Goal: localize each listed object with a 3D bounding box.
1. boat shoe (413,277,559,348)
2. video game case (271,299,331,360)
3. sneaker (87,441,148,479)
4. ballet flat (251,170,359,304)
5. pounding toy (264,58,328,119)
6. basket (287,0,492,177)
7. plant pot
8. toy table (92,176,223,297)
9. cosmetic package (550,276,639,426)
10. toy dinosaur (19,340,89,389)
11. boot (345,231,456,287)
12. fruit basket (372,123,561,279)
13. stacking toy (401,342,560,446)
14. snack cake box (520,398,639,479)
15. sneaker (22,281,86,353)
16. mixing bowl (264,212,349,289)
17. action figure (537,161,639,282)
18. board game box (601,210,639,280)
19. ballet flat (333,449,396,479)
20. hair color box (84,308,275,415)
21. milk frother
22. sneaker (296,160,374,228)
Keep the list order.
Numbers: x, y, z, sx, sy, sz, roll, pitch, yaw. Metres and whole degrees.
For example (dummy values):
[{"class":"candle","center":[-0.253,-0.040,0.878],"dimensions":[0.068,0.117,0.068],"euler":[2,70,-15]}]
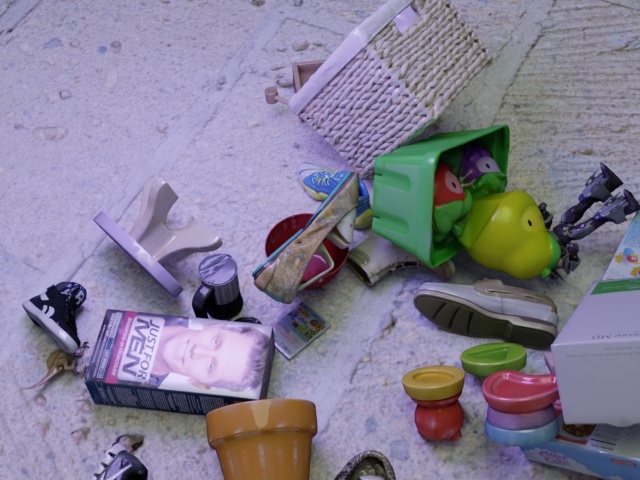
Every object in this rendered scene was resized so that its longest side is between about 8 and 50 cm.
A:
[{"class":"boat shoe","center":[0.345,0.138,1.856],"dimensions":[0.302,0.113,0.103],"euler":[17,53,0]},{"class":"video game case","center":[-0.051,0.189,1.879],"dimensions":[0.122,0.011,0.087],"euler":[-38,60,-24]},{"class":"sneaker","center":[-0.400,0.484,1.621],"dimensions":[0.106,0.078,0.234],"euler":[22,54,20]},{"class":"ballet flat","center":[0.000,0.000,1.846],"dimensions":[0.123,0.123,0.348],"euler":[30,58,21]},{"class":"pounding toy","center":[-0.036,-0.356,2.237],"dimensions":[0.206,0.094,0.181],"euler":[-7,53,-4]},{"class":"basket","center":[0.165,-0.376,2.041],"dimensions":[0.266,0.331,0.328],"euler":[45,53,-3]},{"class":"plant pot","center":[-0.100,0.403,1.618],"dimensions":[0.205,0.205,0.188],"euler":[-6,69,-3]},{"class":"toy table","center":[-0.347,-0.017,1.912],"dimensions":[0.274,0.252,0.161],"euler":[41,79,19]},{"class":"cosmetic package","center":[0.558,0.187,1.587],"dimensions":[0.197,0.155,0.365],"euler":[-8,10,29]},{"class":"toy dinosaur","center":[-0.529,0.254,1.825],"dimensions":[0.093,0.053,0.183],"euler":[4,44,23]},{"class":"boot","center":[0.171,0.051,1.940],"dimensions":[0.213,0.077,0.165],"euler":[37,63,27]},{"class":"fruit basket","center":[0.335,-0.078,1.871],"dimensions":[0.392,0.283,0.392],"euler":[1,20,0]},{"class":"stacking toy","center":[0.344,0.304,1.691],"dimensions":[0.309,0.130,0.279],"euler":[2,14,45]},{"class":"snack cake box","center":[0.504,0.344,1.622],"dimensions":[0.264,0.089,0.152],"euler":[2,45,48]},{"class":"sneaker","center":[-0.527,0.145,1.847],"dimensions":[0.121,0.079,0.217],"euler":[-39,41,-23]},{"class":"mixing bowl","center":[-0.029,0.040,1.936],"dimensions":[0.181,0.098,0.181],"euler":[0,52,0]},{"class":"action figure","center":[0.538,-0.029,1.917],"dimensions":[0.285,0.099,0.185],"euler":[-44,51,20]},{"class":"board game box","center":[0.688,0.065,1.876],"dimensions":[0.144,0.142,0.275],"euler":[26,58,20]},{"class":"ballet flat","center":[0.028,0.568,1.485],"dimensions":[0.164,0.182,0.483],"euler":[13,55,10]},{"class":"hair color box","center":[-0.275,0.248,1.781],"dimensions":[0.347,0.105,0.174],"euler":[5,54,4]},{"class":"milk frother","center":[-0.186,0.121,1.856],"dimensions":[0.143,0.135,0.129],"euler":[11,55,9]},{"class":"sneaker","center":[0.038,-0.136,2.050],"dimensions":[0.240,0.126,0.091],"euler":[38,62,25]}]
